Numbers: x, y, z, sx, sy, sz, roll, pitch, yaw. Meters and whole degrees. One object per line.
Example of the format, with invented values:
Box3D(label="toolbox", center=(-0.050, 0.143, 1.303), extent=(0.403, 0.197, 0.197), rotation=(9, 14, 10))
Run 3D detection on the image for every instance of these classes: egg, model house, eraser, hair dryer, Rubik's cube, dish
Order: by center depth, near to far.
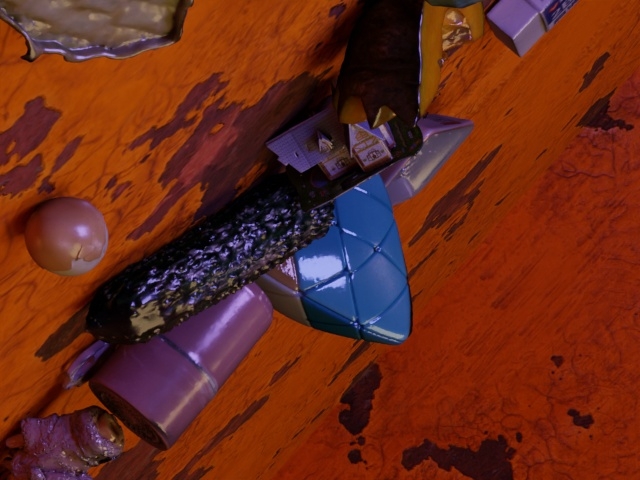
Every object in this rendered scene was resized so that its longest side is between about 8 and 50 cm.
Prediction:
Box3D(label="egg", center=(-0.226, -0.003, 1.352), extent=(0.071, 0.071, 0.083), rotation=(-50, 164, 15))
Box3D(label="model house", center=(0.019, -0.125, 1.740), extent=(0.167, 0.117, 0.088), rotation=(-27, 134, 11))
Box3D(label="hair dryer", center=(-0.190, 0.156, 1.918), extent=(0.210, 0.125, 0.352), rotation=(-51, -177, -20))
Box3D(label="Rubik's cube", center=(0.000, 0.000, 1.970), extent=(0.254, 0.254, 0.254), rotation=(-43, 167, -12))
Box3D(label="eraser", center=(0.319, -0.350, 2.064), extent=(0.210, 0.068, 0.124), rotation=(-46, 168, 5))
Box3D(label="dish", center=(0.128, -0.124, 2.152), extent=(0.154, 0.064, 0.234), rotation=(-51, 166, 22))

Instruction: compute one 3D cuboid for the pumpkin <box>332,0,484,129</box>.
Box3D(label="pumpkin", center=(0.077, -0.228, 1.632), extent=(0.254, 0.130, 0.149), rotation=(-53, 136, -51))

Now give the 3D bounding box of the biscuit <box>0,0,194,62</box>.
Box3D(label="biscuit", center=(-0.137, -0.214, 0.968), extent=(0.187, 0.036, 0.273), rotation=(-15, 148, -37))

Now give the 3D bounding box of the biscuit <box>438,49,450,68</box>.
Box3D(label="biscuit", center=(0.086, -0.187, 1.885), extent=(0.199, 0.034, 0.064), rotation=(-38, 166, -37))

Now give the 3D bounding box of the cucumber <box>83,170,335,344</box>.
Box3D(label="cucumber", center=(-0.125, 0.022, 1.722), extent=(0.359, 0.096, 0.096), rotation=(-32, 162, -44))

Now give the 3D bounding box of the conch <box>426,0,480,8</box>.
Box3D(label="conch", center=(0.105, -0.304, 1.294), extent=(0.277, 0.195, 0.220), rotation=(-25, 149, 9))

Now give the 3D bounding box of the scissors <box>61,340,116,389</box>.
Box3D(label="scissors", center=(-0.233, 0.101, 1.791), extent=(0.189, 0.015, 0.100), rotation=(-48, 170, 4))

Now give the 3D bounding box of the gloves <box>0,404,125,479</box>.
Box3D(label="gloves", center=(-0.300, 0.252, 1.793), extent=(0.144, 0.094, 0.110), rotation=(-40, 146, 28))
